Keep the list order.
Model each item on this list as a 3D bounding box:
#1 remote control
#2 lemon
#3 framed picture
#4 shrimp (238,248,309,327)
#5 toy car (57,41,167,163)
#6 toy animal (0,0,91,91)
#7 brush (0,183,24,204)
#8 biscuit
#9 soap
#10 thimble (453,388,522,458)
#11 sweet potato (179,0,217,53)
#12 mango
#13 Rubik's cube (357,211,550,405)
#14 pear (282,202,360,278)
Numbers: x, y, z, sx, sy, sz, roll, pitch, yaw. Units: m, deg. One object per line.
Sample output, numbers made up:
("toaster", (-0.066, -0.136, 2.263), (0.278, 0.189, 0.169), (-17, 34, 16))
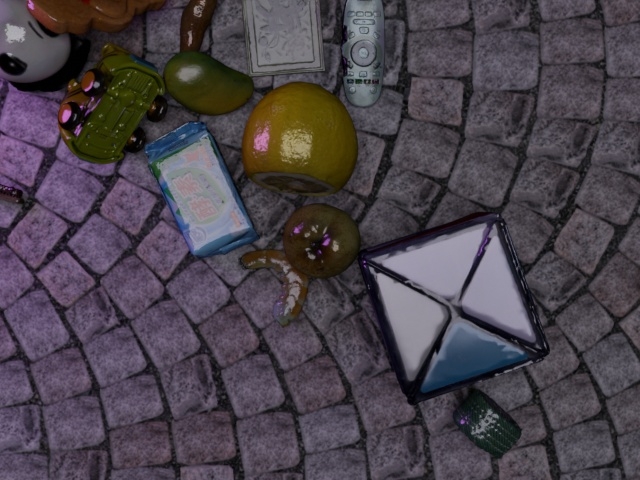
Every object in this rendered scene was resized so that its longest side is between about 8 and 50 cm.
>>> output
("remote control", (0.091, -0.416, 1.925), (0.098, 0.045, 0.256), (3, 96, 1))
("lemon", (-0.040, -0.214, 1.843), (0.241, 0.240, 0.219), (7, 81, -1))
("framed picture", (-0.082, -0.473, 1.937), (0.173, 0.010, 0.231), (-6, 93, 0))
("shrimp", (-0.110, 0.098, 1.949), (0.166, 0.049, 0.161), (17, 90, 0))
("toy car", (-0.445, -0.289, 1.864), (0.248, 0.200, 0.142), (-51, 54, 12))
("toy animal", (-0.589, -0.414, 1.816), (0.213, 0.267, 0.212), (0, 88, 0))
("brush", (-0.765, -0.122, 1.939), (0.248, 0.043, 0.036), (13, 86, 0))
("biscuit", (-0.452, -0.506, 1.801), (0.202, 0.334, 0.047), (41, 131, 0))
("soap", (-0.256, -0.103, 1.922), (0.156, 0.077, 0.293), (-26, 92, 1))
("thimble", (0.358, 0.393, 1.929), (0.135, 0.118, 0.090), (39, 97, -18))
("sweet potato", (-0.274, -0.448, 1.915), (0.068, 0.068, 0.226), (23, 106, -1))
("mango", (-0.241, -0.326, 1.896), (0.191, 0.085, 0.122), (25, 95, -17))
("Rubik's cube", (0.262, 0.124, 1.819), (0.305, 0.307, 0.310), (-17, 92, 1))
("pear", (0.000, 0.000, 1.894), (0.167, 0.136, 0.167), (5, 107, 16))
